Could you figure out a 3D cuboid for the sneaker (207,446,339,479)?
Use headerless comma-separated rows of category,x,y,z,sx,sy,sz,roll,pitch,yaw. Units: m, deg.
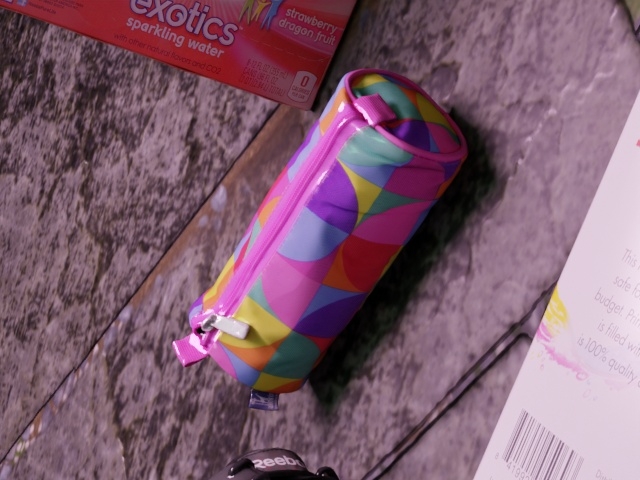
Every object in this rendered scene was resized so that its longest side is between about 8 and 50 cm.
sneaker,-0.015,0.191,1.073,0.276,0.097,0.135,-20,62,55

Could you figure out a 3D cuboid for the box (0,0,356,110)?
box,-0.127,-0.223,1.254,0.142,0.300,0.154,44,114,56

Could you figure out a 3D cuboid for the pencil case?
pencil case,0.000,0.000,1.142,0.236,0.104,0.104,-56,35,26

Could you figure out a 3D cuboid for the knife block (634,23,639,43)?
knife block,0.251,-0.198,0.843,0.275,0.088,0.242,-10,68,56

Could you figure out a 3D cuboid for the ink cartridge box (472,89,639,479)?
ink cartridge box,0.205,0.052,0.766,0.207,0.119,0.353,39,110,58
